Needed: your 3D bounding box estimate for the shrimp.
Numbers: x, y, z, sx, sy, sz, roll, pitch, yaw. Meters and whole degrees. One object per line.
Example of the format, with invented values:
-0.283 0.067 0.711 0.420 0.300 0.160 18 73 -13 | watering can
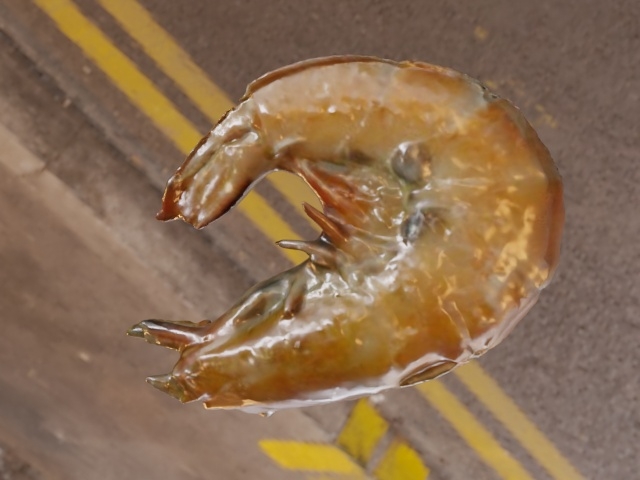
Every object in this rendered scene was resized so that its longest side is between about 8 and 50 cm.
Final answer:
0.001 0.001 0.507 0.132 0.187 0.051 65 -169 3 | shrimp
